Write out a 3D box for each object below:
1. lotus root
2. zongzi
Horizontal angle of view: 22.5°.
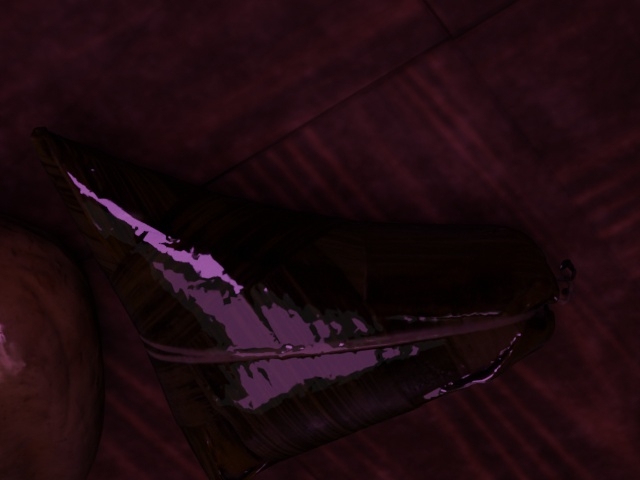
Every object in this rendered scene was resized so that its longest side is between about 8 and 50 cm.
[{"bbox_3d":[-0.199,0.071,0.906,0.154,0.140,0.257,-14,137,-8],"label":"lotus root"},{"bbox_3d":[0.000,0.000,0.885,0.248,0.111,0.241,-22,119,7],"label":"zongzi"}]
